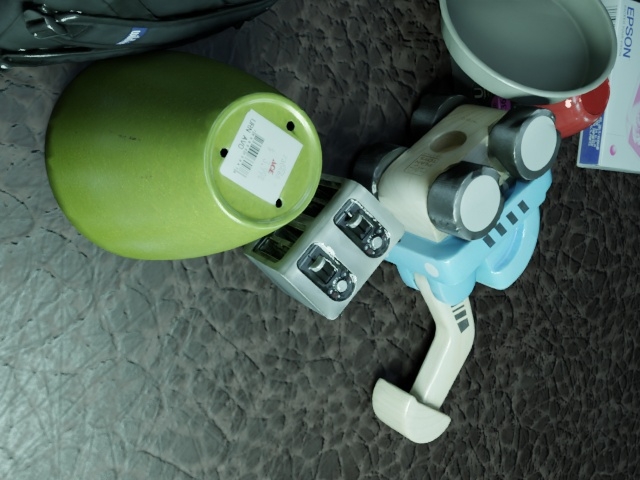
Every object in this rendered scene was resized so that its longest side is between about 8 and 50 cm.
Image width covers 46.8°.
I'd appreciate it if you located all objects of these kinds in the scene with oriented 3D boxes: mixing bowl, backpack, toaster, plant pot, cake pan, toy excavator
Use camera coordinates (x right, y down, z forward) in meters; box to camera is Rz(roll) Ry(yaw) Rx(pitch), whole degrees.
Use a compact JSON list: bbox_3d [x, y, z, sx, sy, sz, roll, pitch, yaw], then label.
[{"bbox_3d":[0.461,-0.270,1.351,0.181,0.098,0.181,-6,101,-33],"label":"mixing bowl"},{"bbox_3d":[-0.187,-0.315,0.802,0.356,0.290,0.273,-6,85,-41],"label":"backpack"},{"bbox_3d":[0.000,0.000,1.036,0.168,0.186,0.110,-49,118,-10],"label":"toaster"},{"bbox_3d":[-0.137,-0.093,0.847,0.275,0.293,0.274,-6,100,-34],"label":"plant pot"},{"bbox_3d":[0.312,-0.328,1.139,0.293,0.054,0.293,6,63,-13],"label":"cake pan"},{"bbox_3d":[0.212,0.051,1.177,0.433,0.222,0.445,-42,126,-21],"label":"toy excavator"}]

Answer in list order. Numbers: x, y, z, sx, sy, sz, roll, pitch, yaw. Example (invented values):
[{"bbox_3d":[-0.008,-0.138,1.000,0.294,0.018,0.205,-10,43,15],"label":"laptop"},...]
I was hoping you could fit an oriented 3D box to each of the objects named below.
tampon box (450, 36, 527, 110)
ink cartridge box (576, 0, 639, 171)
[{"bbox_3d":[0.314,-0.283,1.245,0.161,0.101,0.120,-18,106,-31],"label":"tampon box"},{"bbox_3d":[0.663,-0.299,1.505,0.330,0.071,0.324,1,96,-33],"label":"ink cartridge box"}]
